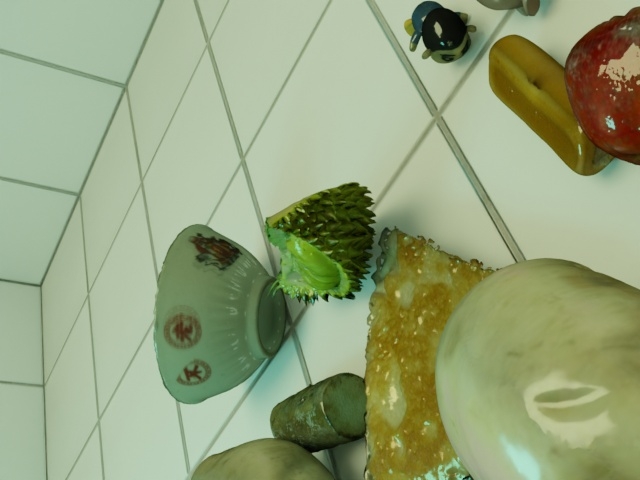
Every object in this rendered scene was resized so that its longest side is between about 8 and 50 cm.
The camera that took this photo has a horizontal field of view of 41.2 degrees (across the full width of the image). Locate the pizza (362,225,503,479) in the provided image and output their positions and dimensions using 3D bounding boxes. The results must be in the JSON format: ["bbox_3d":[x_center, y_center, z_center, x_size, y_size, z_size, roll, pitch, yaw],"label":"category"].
[{"bbox_3d":[0.167,0.203,1.113,0.435,0.080,0.392,22,98,61],"label":"pizza"}]

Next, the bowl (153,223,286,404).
[{"bbox_3d":[-0.160,0.136,1.562,0.157,0.337,0.337,0,76,18],"label":"bowl"}]

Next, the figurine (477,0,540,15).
[{"bbox_3d":[0.253,-0.372,1.147,0.138,0.125,0.125,43,118,39],"label":"figurine"}]

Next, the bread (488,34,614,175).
[{"bbox_3d":[0.286,-0.169,1.043,0.239,0.074,0.092,-117,15,-47],"label":"bread"}]

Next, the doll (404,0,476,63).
[{"bbox_3d":[0.179,-0.313,1.280,0.102,0.089,0.179,-31,22,9],"label":"doll"}]

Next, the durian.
[{"bbox_3d":[0.000,0.000,1.316,0.352,0.169,0.158,90,-171,-72],"label":"durian"}]

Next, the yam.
[{"bbox_3d":[-0.002,0.279,1.344,0.194,0.107,0.107,-35,51,51],"label":"yam"}]

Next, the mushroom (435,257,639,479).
[{"bbox_3d":[0.276,0.169,0.730,0.353,0.353,0.325,18,117,60],"label":"mushroom"}]

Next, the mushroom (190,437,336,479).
[{"bbox_3d":[-0.130,0.456,1.262,0.314,0.336,0.314,28,124,54],"label":"mushroom"}]

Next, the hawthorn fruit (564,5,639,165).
[{"bbox_3d":[0.340,-0.155,0.866,0.173,0.173,0.173,-30,55,53],"label":"hawthorn fruit"}]
